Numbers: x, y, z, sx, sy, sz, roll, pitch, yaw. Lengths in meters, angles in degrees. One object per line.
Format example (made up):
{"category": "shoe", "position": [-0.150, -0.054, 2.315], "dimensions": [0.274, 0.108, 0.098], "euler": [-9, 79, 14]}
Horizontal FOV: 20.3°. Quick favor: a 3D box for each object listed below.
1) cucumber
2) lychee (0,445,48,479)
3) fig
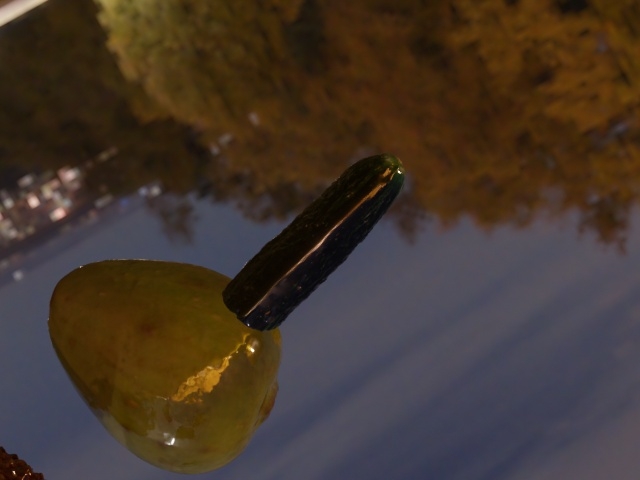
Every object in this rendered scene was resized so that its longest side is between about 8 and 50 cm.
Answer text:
{"category": "cucumber", "position": [0.000, -0.001, 1.897], "dimensions": [0.241, 0.074, 0.074], "euler": [-44, -179, 16]}
{"category": "lychee", "position": [-0.439, 0.352, 2.200], "dimensions": [0.271, 0.271, 0.271], "euler": [-29, -175, 3]}
{"category": "fig", "position": [-0.205, 0.143, 2.313], "dimensions": [0.258, 0.326, 0.258], "euler": [-56, 171, -13]}
